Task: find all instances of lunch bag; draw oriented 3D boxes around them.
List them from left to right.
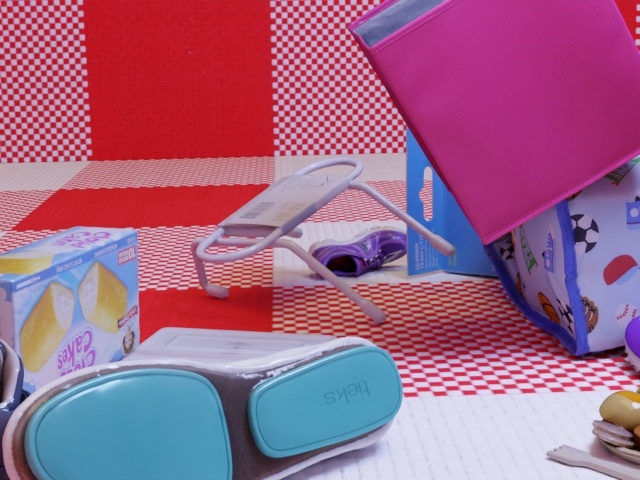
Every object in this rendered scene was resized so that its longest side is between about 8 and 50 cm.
[{"bbox_3d":[0.401,-0.023,1.478,0.328,0.239,0.385,-9,8,-5],"label":"lunch bag"}]

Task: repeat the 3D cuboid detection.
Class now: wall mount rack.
[{"bbox_3d":[0.000,0.000,1.603,0.304,0.130,0.350,3,28,34],"label":"wall mount rack"}]

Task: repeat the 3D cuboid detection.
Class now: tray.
[{"bbox_3d":[-0.096,0.131,1.305,0.270,0.030,0.145,2,13,14],"label":"tray"}]

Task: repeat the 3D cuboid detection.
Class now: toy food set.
[{"bbox_3d":[0.312,0.170,1.045,0.192,0.038,0.132,-12,16,-42],"label":"toy food set"}]

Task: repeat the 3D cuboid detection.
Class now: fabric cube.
[{"bbox_3d":[0.212,-0.195,1.318,0.254,0.258,0.259,-32,16,6],"label":"fabric cube"}]

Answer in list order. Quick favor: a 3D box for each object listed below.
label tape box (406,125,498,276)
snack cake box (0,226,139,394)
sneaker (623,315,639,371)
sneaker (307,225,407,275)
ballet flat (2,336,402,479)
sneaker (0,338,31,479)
[{"bbox_3d":[0.300,-0.077,1.723,0.348,0.249,0.115,-8,13,-30],"label":"label tape box"},{"bbox_3d":[-0.299,0.083,1.256,0.089,0.152,0.264,3,13,18],"label":"snack cake box"},{"bbox_3d":[0.428,0.090,1.156,0.102,0.146,0.293,-7,13,-25],"label":"sneaker"},{"bbox_3d":[0.065,0.029,1.747,0.170,0.068,0.071,-15,29,-17],"label":"sneaker"},{"bbox_3d":[-0.102,0.163,0.973,0.400,0.139,0.139,-6,12,-42],"label":"ballet flat"},{"bbox_3d":[-0.302,0.148,0.923,0.086,0.163,0.226,-13,15,-39],"label":"sneaker"}]
